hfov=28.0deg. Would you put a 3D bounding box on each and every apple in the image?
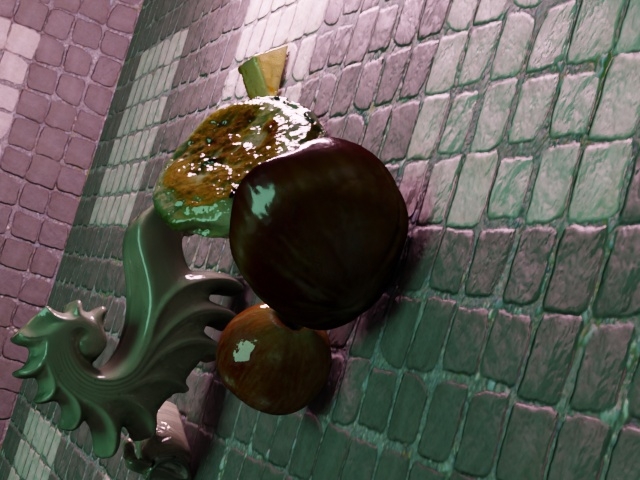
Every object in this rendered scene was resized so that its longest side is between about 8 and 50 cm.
[{"bbox_3d":[-0.055,0.145,1.608,0.131,0.146,0.146,-56,24,23],"label":"apple"}]

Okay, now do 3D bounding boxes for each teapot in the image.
[{"bbox_3d":[-0.266,0.324,2.044,0.077,0.107,0.200,-65,21,13],"label":"teapot"}]

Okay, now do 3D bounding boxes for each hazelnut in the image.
[{"bbox_3d":[0.000,0.000,1.528,0.229,0.229,0.229,-52,27,42],"label":"hazelnut"}]

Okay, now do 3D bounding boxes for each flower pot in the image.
[{"bbox_3d":[-0.281,0.137,1.970,0.367,0.254,0.164,-46,8,-23],"label":"flower pot"}]

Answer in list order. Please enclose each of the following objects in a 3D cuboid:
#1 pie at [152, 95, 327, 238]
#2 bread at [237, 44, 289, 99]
[{"bbox_3d":[-0.124,-0.113,1.928,0.302,0.067,0.302,-22,35,17],"label":"pie"},{"bbox_3d":[-0.081,-0.275,2.221,0.084,0.080,0.109,-30,80,61],"label":"bread"}]
